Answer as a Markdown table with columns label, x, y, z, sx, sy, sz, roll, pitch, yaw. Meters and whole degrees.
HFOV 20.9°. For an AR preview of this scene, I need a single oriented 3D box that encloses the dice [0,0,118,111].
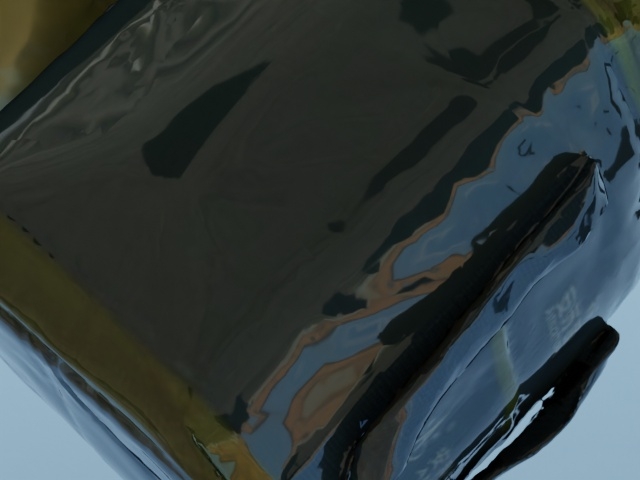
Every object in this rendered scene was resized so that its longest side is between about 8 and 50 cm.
| label | x | y | z | sx | sy | sz | roll | pitch | yaw |
| --- | --- | --- | --- | --- | --- | --- | --- | --- | --- |
| dice | -0.154 | -0.181 | 0.820 | 0.238 | 0.233 | 0.226 | -10 | -75 | 34 |

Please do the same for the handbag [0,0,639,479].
| label | x | y | z | sx | sy | sz | roll | pitch | yaw |
| --- | --- | --- | --- | --- | --- | --- | --- | --- | --- |
| handbag | 0.000 | 0.000 | 0.684 | 0.222 | 0.263 | 0.241 | 38 | -103 | 27 |
